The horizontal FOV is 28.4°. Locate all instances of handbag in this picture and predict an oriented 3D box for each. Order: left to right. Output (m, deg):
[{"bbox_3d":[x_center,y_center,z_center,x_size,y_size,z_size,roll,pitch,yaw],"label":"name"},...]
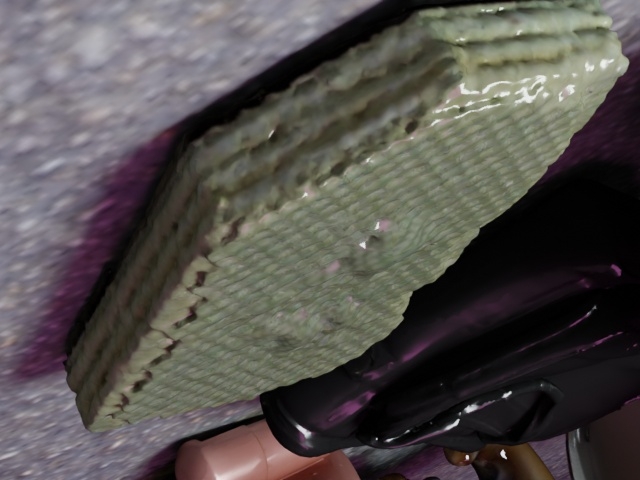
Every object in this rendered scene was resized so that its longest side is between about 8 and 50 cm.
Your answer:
[{"bbox_3d":[0.123,0.066,0.761,0.244,0.088,0.275,-31,160,25],"label":"handbag"}]

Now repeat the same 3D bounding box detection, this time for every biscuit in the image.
[{"bbox_3d":[0.000,0.000,0.500,0.150,0.052,0.252,-11,155,-33],"label":"biscuit"}]

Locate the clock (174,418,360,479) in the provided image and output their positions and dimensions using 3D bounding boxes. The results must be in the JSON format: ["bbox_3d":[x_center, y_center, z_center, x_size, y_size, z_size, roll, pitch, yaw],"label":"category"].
[{"bbox_3d":[-0.020,0.256,0.833,0.142,0.241,0.227,-14,156,-35],"label":"clock"}]

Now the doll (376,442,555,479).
[{"bbox_3d":[0.075,0.306,1.038,0.340,0.318,0.209,-28,-169,23],"label":"doll"}]

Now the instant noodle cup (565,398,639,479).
[{"bbox_3d":[0.344,0.174,1.063,0.192,0.250,0.250,-3,151,-29],"label":"instant noodle cup"}]
